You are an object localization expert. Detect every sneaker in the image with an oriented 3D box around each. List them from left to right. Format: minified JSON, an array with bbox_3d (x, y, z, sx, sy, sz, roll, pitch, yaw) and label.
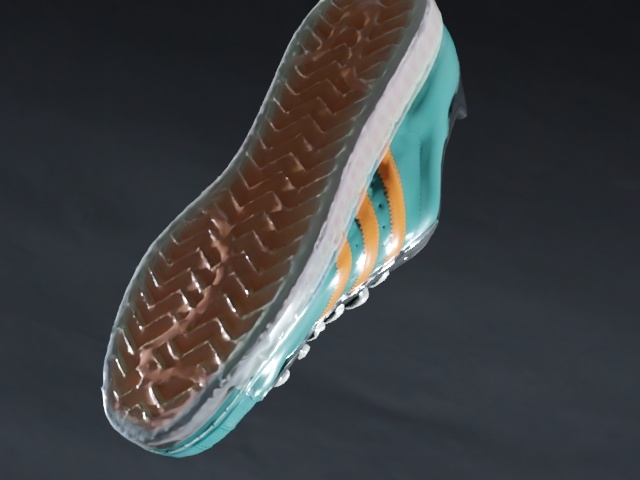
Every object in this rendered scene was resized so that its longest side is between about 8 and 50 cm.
[{"bbox_3d":[0.000,0.000,0.797,0.108,0.302,0.121,15,155,40],"label":"sneaker"}]
